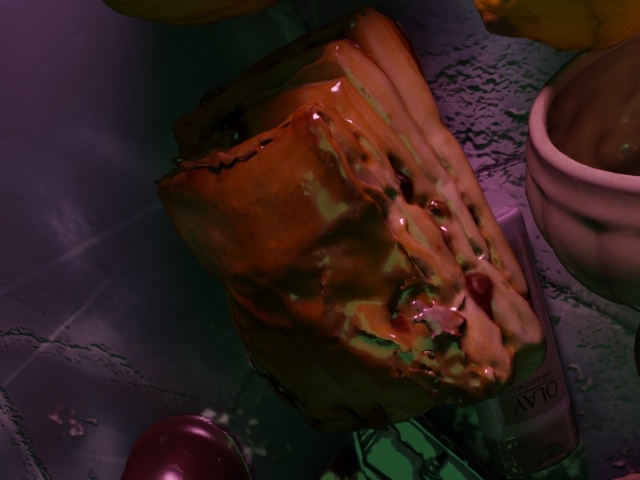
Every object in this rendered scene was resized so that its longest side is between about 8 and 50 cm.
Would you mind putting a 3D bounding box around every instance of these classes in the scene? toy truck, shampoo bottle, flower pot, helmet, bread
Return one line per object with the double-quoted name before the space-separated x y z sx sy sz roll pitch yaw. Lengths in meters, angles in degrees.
"toy truck" 0.135 0.305 1.062 0.338 0.133 0.184 37 97 8
"shampoo bottle" 0.162 0.089 1.008 0.086 0.056 0.227 -20 103 -20
"flower pot" 0.304 -0.015 0.818 0.307 0.307 0.244 -9 120 22
"helmet" -0.148 0.272 1.164 0.155 0.106 0.175 26 110 10
"bread" 0.000 0.000 0.940 0.277 0.167 0.324 -19 94 51

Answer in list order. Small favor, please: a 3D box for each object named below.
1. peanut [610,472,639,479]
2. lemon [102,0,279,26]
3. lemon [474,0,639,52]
"peanut" 0.373 0.290 0.972 0.313 0.149 0.149 10 110 11
"lemon" -0.086 -0.302 0.868 0.322 0.268 0.268 -27 97 8
"lemon" 0.188 -0.231 0.832 0.180 0.193 0.180 19 132 22
